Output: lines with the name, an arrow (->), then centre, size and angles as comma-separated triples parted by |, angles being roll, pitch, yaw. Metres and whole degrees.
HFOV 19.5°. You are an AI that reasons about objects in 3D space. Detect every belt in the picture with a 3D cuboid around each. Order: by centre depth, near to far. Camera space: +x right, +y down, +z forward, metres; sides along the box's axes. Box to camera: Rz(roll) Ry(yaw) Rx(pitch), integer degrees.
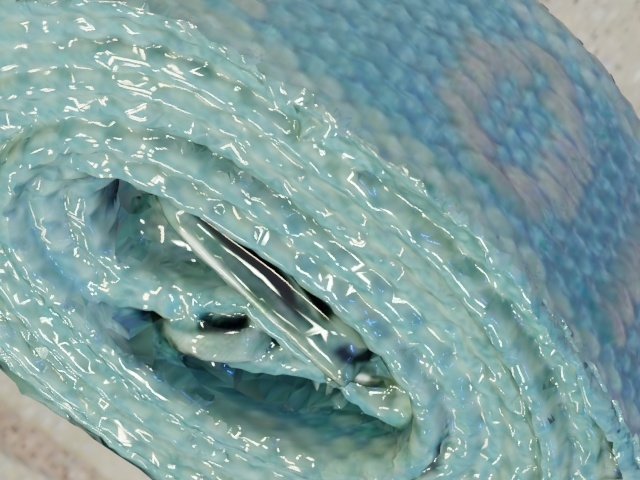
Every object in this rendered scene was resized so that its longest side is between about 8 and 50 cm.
belt -> -0.006, -0.006, 0.378 | 0.147, 0.082, 0.163 | -8, 126, 40
